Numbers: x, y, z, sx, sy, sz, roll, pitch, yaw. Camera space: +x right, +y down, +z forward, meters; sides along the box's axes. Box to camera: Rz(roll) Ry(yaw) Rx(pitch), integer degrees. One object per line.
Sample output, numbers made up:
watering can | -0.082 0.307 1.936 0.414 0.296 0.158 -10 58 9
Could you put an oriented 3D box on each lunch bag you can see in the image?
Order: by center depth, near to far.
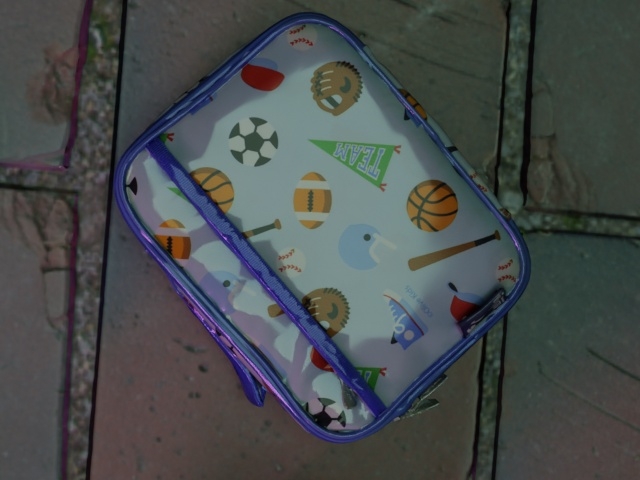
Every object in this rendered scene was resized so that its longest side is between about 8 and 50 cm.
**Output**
lunch bag | 0.000 0.000 0.933 0.243 0.115 0.303 -40 96 -6
